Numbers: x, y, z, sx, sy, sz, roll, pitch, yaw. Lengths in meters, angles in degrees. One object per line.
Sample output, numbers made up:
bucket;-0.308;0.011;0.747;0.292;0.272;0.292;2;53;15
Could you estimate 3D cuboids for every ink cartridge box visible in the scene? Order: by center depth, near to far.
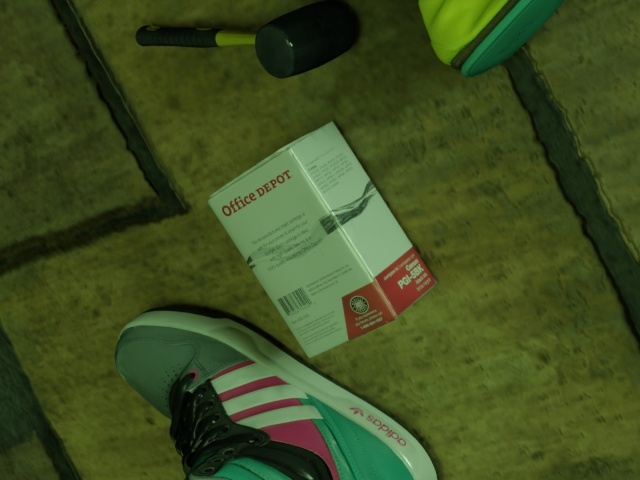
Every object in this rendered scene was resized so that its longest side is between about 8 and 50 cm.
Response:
ink cartridge box;0.000;0.000;0.929;0.099;0.056;0.135;-29;95;45

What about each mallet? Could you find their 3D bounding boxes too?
mallet;-0.067;-0.133;0.902;0.190;0.062;0.039;5;116;39

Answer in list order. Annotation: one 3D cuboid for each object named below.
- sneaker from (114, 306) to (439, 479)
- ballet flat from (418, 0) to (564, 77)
sneaker;-0.081;0.166;1.007;0.296;0.178;0.123;24;128;28
ballet flat;0.129;-0.171;0.713;0.231;0.077;0.077;-36;76;47
